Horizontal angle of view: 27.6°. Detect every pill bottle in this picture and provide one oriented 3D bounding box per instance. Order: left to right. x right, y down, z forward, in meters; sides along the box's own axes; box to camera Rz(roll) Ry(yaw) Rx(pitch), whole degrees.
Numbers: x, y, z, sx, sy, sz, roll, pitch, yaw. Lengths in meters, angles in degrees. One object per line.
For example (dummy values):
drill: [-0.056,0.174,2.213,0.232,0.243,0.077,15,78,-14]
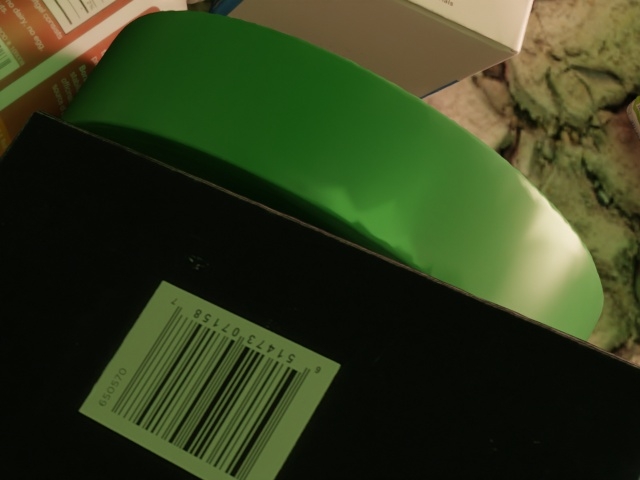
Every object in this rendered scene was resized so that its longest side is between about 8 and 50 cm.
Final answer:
pill bottle: [-0.163,-0.143,0.812,0.216,0.121,0.121,-39,98,-21]

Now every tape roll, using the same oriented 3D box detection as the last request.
tape roll: [0.000,0.000,0.749,0.321,0.321,0.077,35,71,-14]

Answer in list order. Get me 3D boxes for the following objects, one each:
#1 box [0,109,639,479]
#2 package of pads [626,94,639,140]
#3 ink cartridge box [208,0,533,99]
box: [-0.005,0.136,0.661,0.343,0.312,0.179,23,71,26]
package of pads: [0.414,-0.071,0.992,0.297,0.101,0.229,-26,86,-3]
ink cartridge box: [0.052,-0.241,0.881,0.168,0.171,0.232,21,76,-18]
